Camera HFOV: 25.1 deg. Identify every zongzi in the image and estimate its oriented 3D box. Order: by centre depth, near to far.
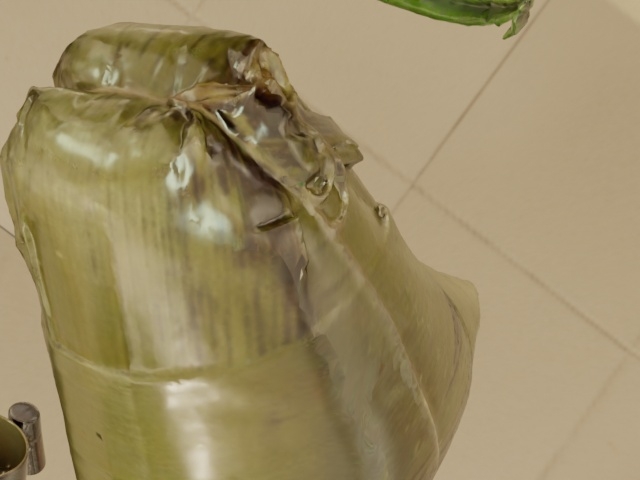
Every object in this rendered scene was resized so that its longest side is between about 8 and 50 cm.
[{"bbox_3d":[0.000,0.000,0.629,0.145,0.300,0.274,12,127,26],"label":"zongzi"}]

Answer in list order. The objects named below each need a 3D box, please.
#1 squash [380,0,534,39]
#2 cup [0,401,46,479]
[{"bbox_3d":[0.023,-0.157,0.499,0.170,0.170,0.123,34,81,-3],"label":"squash"},{"bbox_3d":[-0.445,0.301,1.814,0.166,0.239,0.177,14,117,-4],"label":"cup"}]
